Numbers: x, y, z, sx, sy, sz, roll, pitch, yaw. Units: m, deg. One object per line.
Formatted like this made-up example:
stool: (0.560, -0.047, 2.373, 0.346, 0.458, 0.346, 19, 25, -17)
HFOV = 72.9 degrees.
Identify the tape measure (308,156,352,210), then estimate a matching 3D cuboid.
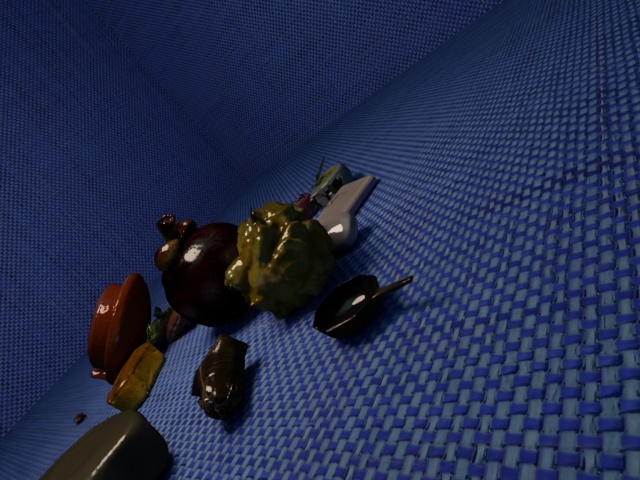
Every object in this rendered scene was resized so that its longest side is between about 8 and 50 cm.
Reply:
tape measure: (0.045, -0.224, 1.510, 0.164, 0.084, 0.330, -31, 21, 24)

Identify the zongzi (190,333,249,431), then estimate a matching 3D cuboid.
zongzi: (-0.214, 0.300, 0.824, 0.184, 0.084, 0.187, -51, 18, 17)

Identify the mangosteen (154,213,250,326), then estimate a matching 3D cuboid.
mangosteen: (-0.300, 0.085, 1.164, 0.297, 0.293, 0.297, -10, 77, 50)

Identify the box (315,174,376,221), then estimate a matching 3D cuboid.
box: (0.051, -0.083, 1.230, 0.142, 0.044, 0.285, -17, 29, 49)

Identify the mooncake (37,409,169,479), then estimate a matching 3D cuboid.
mooncake: (-0.401, 0.438, 0.779, 0.275, 0.135, 0.275, -35, 16, 11)

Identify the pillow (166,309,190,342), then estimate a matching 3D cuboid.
pillow: (-0.451, 0.233, 1.454, 0.171, 0.075, 0.179, -54, 16, 35)

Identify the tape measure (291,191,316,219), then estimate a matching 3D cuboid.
tape measure: (-0.070, -0.106, 1.491, 0.125, 0.074, 0.118, -42, 18, 4)

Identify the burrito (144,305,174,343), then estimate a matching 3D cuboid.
burrito: (-0.547, 0.274, 1.490, 0.054, 0.104, 0.288, -12, 8, -2)

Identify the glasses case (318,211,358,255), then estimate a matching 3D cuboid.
glasses case: (0.000, 0.000, 1.069, 0.233, 0.059, 0.092, -22, 57, 44)

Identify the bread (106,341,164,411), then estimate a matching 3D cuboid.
bread: (-0.533, 0.390, 1.251, 0.102, 0.094, 0.245, -43, 17, 12)

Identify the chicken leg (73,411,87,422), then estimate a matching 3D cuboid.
chicken leg: (-0.804, 0.594, 1.447, 0.083, 0.021, 0.036, -19, 18, 49)

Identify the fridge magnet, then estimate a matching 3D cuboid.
fridge magnet: (-0.649, 0.286, 1.426, 0.363, 0.155, 0.364, -171, 90, -80)

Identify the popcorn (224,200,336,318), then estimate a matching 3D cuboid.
popcorn: (-0.093, 0.042, 0.962, 0.286, 0.215, 0.252, -4, 73, 66)

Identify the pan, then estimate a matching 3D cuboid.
pan: (0.067, 0.115, 0.699, 0.128, 0.048, 0.202, -49, 17, -18)
